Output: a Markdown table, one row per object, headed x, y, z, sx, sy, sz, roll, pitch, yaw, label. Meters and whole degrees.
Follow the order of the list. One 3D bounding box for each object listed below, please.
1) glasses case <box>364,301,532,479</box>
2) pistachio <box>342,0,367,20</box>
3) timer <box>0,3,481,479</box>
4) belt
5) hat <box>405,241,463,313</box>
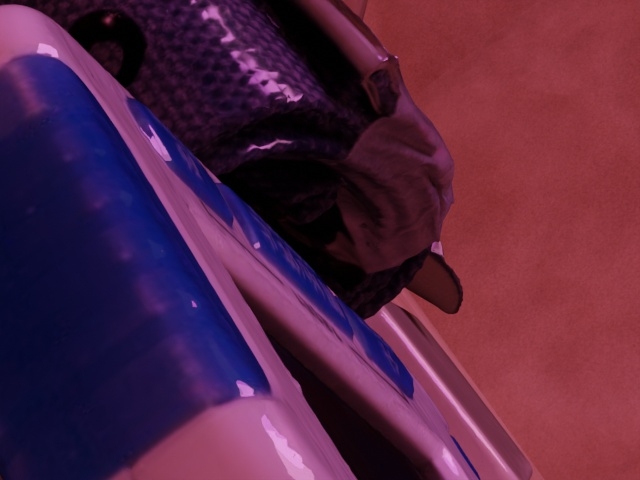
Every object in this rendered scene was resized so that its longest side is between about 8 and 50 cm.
| x | y | z | sx | sy | sz | roll | pitch | yaw | label |
| --- | --- | --- | --- | --- | --- | --- | --- | --- | --- |
| 0.054 | 0.105 | 1.106 | 0.131 | 0.070 | 0.313 | 52 | 3 | 8 | glasses case |
| -0.071 | -0.128 | 0.986 | 0.193 | 0.213 | 0.318 | 12 | -9 | 5 | pistachio |
| -0.012 | 0.066 | 0.497 | 0.178 | 0.078 | 0.253 | 57 | 6 | 38 | timer |
| -0.040 | -0.041 | 0.718 | 0.126 | 0.140 | 0.230 | 55 | 6 | 22 | belt |
| 0.000 | 0.000 | 1.132 | 0.175 | 0.085 | 0.147 | 37 | 10 | -10 | hat |
